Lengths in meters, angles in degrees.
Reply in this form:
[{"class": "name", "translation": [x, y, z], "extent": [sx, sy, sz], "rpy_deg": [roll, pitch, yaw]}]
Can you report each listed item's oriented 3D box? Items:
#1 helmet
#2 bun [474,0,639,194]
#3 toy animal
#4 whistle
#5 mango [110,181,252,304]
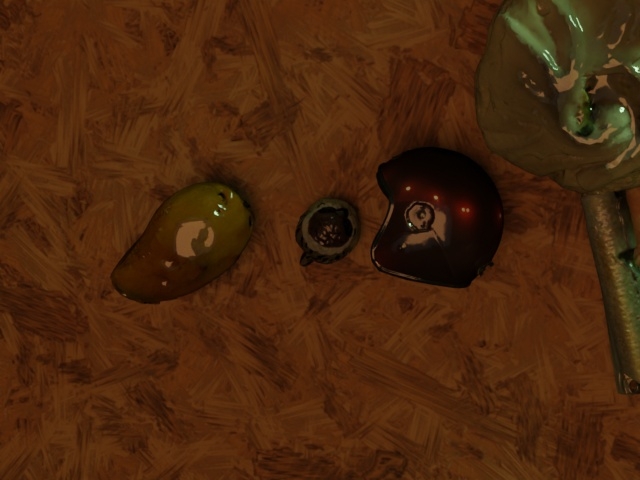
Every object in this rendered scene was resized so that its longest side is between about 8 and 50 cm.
[{"class": "helmet", "translation": [0.165, -0.032, 1.946], "extent": [0.193, 0.189, 0.216], "rpy_deg": [-33, 88, 20]}, {"class": "bun", "translation": [0.373, -0.215, 1.816], "extent": [0.359, 0.211, 0.360], "rpy_deg": [4, 107, 14]}, {"class": "toy animal", "translation": [0.000, 0.000, 2.053], "extent": [0.098, 0.098, 0.137], "rpy_deg": [40, 113, 1]}, {"class": "whistle", "translation": [0.438, 0.074, 1.971], "extent": [0.068, 0.057, 0.327], "rpy_deg": [-8, 105, 21]}, {"class": "mango", "translation": [-0.216, 0.010, 2.087], "extent": [0.248, 0.151, 0.156], "rpy_deg": [-31, 130, 19]}]
